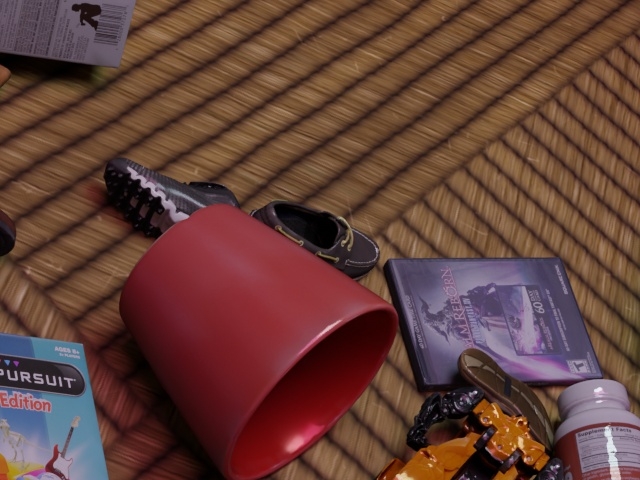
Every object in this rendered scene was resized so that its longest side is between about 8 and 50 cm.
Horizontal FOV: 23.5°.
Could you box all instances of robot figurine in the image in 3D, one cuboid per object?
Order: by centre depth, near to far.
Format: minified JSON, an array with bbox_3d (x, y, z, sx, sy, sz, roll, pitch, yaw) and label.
[{"bbox_3d":[0.164,0.308,1.868,0.211,0.085,0.291,43,51,9],"label":"robot figurine"}]

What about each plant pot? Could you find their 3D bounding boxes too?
[{"bbox_3d":[-0.087,0.104,1.808,0.275,0.275,0.243,-29,61,-36],"label":"plant pot"}]

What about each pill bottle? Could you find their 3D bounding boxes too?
[{"bbox_3d":[0.360,0.290,1.944,0.121,0.121,0.216,9,53,-18],"label":"pill bottle"}]

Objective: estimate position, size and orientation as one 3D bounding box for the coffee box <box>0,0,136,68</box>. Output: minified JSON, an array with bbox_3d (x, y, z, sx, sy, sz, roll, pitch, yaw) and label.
[{"bbox_3d":[-0.409,-0.334,2.032,0.297,0.118,0.168,6,34,-20],"label":"coffee box"}]

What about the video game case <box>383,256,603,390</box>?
[{"bbox_3d":[0.234,0.109,2.083,0.274,0.026,0.196,1,56,-24],"label":"video game case"}]

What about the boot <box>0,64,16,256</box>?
[{"bbox_3d":[-0.458,-0.123,1.929,0.264,0.096,0.280,21,43,1],"label":"boot"}]

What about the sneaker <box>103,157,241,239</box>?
[{"bbox_3d":[-0.169,-0.041,1.984,0.234,0.078,0.106,35,47,-2],"label":"sneaker"}]

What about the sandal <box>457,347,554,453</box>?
[{"bbox_3d":[0.236,0.210,1.989,0.180,0.049,0.072,41,34,-15],"label":"sandal"}]

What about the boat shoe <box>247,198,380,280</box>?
[{"bbox_3d":[0.000,0.000,1.991,0.228,0.069,0.081,12,54,-41],"label":"boat shoe"}]

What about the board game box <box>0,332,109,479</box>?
[{"bbox_3d":[-0.349,0.256,1.634,0.254,0.079,0.336,12,50,-40],"label":"board game box"}]
